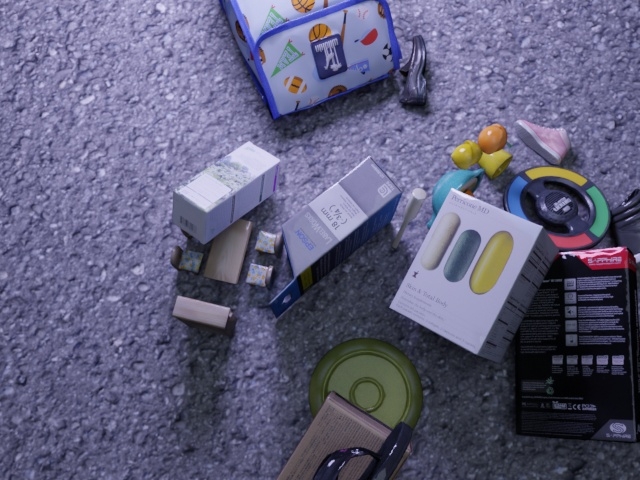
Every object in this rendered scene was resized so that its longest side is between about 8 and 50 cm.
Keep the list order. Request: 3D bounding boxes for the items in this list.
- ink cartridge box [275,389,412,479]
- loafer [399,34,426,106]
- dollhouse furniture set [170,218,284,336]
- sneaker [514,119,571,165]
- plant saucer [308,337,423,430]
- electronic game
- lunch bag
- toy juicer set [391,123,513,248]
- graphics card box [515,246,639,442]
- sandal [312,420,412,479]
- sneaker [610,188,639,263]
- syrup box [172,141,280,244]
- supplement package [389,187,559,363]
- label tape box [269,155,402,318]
[{"bbox_3d":[0.039,0.447,1.451,0.193,0.088,0.235,32,93,7],"label":"ink cartridge box"},{"bbox_3d":[0.210,-0.389,1.683,0.061,0.062,0.170,1,76,5],"label":"loafer"},{"bbox_3d":[-0.207,0.063,1.527,0.212,0.161,0.242,13,77,3],"label":"dollhouse furniture set"},{"bbox_3d":[0.501,-0.235,1.651,0.134,0.051,0.070,43,79,6],"label":"sneaker"},{"bbox_3d":[0.094,0.320,1.531,0.241,0.037,0.241,0,76,1],"label":"plant saucer"},{"bbox_3d":[0.506,-0.070,1.582,0.229,0.048,0.229,2,56,-3],"label":"electronic game"},{"bbox_3d":[-0.033,-0.497,1.628,0.328,0.239,0.385,-22,94,-5],"label":"lunch bag"},{"bbox_3d":[0.287,-0.108,1.541,0.329,0.209,0.089,-42,72,-9],"label":"toy juicer set"},{"bbox_3d":[0.511,0.209,1.475,0.233,0.094,0.371,-6,73,32],"label":"graphics card box"},{"bbox_3d":[-0.001,0.491,1.327,0.107,0.167,0.446,39,96,3],"label":"sandal"},{"bbox_3d":[0.755,-0.066,1.581,0.296,0.104,0.147,-24,83,-1],"label":"sneaker"},{"bbox_3d":[-0.193,-0.104,1.542,0.093,0.096,0.237,32,47,20],"label":"syrup box"},{"bbox_3d":[0.306,0.073,1.452,0.199,0.198,0.263,27,90,29],"label":"supplement package"},{"bbox_3d":[0.000,0.000,1.500,0.333,0.240,0.106,-39,80,-8],"label":"label tape box"}]
